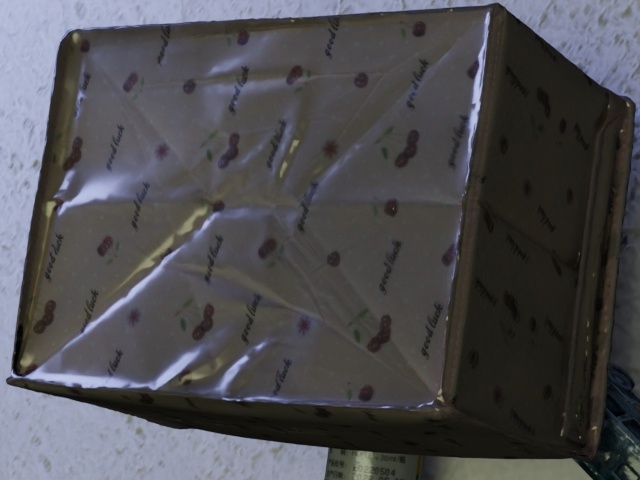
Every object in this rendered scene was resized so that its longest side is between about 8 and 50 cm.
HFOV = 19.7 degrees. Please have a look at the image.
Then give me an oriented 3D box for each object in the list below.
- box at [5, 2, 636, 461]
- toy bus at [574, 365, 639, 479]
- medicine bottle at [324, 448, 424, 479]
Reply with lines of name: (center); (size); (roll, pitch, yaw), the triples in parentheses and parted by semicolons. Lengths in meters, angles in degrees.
box: (0.000, 0.000, 1.058); (0.297, 0.190, 0.225); (0, 76, 34)
toy bus: (0.179, 0.123, 1.067); (0.166, 0.065, 0.047); (46, 112, 25)
medicine bottle: (0.032, 0.080, 1.170); (0.092, 0.061, 0.220); (2, 82, 49)
